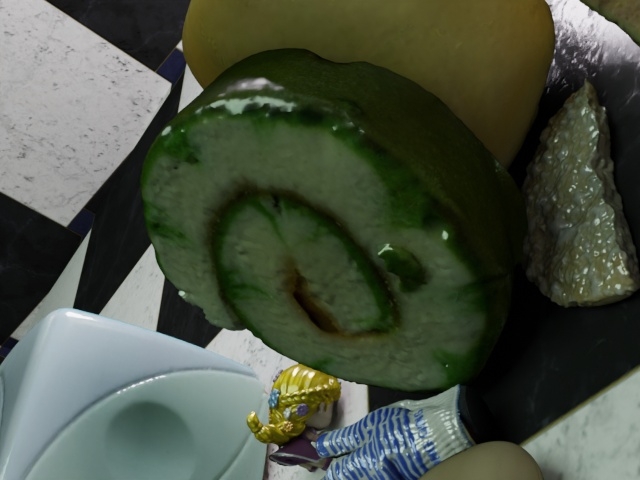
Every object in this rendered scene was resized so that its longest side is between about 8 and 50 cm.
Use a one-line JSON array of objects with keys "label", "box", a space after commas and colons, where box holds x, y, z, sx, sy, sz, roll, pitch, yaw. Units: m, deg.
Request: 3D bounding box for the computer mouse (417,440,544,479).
[{"label": "computer mouse", "box": [0.106, 0.245, 0.732, 0.145, 0.082, 0.236, -34, 17, 30]}]

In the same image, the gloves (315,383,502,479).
[{"label": "gloves", "box": [0.071, 0.213, 0.919, 0.229, 0.097, 0.119, -41, 71, 42]}]

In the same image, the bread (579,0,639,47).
[{"label": "bread", "box": [0.300, -0.306, 0.832, 0.163, 0.168, 0.264, -44, 31, 40]}]

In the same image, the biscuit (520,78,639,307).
[{"label": "biscuit", "box": [0.229, -0.027, 0.896, 0.133, 0.032, 0.250, -46, 31, 43]}]

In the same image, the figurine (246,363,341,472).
[{"label": "figurine", "box": [-0.032, 0.190, 1.162, 0.095, 0.115, 0.156, -17, 51, 49]}]

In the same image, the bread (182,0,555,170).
[{"label": "bread", "box": [0.047, -0.191, 1.018, 0.253, 0.376, 0.348, -59, 9, -35]}]

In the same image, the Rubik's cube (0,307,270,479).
[{"label": "Rubik's cube", "box": [-0.299, 0.333, 1.306, 0.352, 0.352, 0.347, -43, 32, 48]}]

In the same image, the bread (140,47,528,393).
[{"label": "bread", "box": [0.000, 0.000, 0.934, 0.382, 0.366, 0.129, -20, 25, 43]}]
